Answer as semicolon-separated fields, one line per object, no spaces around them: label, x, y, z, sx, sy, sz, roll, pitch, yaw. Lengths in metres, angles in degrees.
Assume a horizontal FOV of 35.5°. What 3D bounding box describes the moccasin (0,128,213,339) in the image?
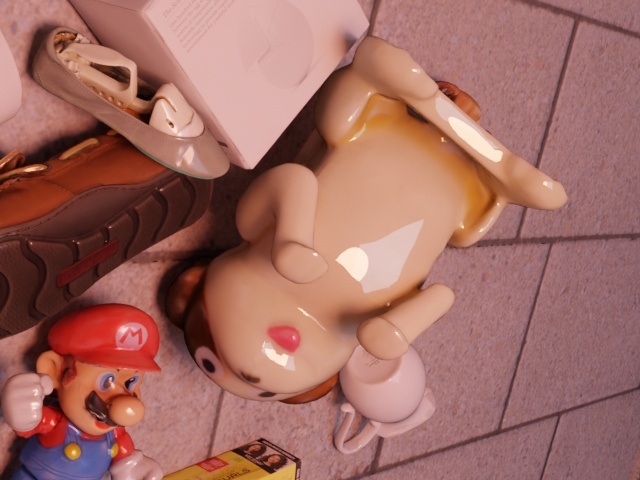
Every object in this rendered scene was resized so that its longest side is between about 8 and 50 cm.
moccasin;-0.275;-0.021;0.947;0.380;0.147;0.139;-37;147;-37

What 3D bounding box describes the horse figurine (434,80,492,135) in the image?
horse figurine;0.188;-0.147;1.466;0.174;0.066;0.263;-48;141;-14

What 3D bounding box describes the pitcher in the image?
pitcher;0.081;0.236;1.499;0.178;0.125;0.207;-39;147;-10

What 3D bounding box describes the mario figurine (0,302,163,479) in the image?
mario figurine;-0.248;0.218;1.048;0.198;0.170;0.320;-51;165;-78

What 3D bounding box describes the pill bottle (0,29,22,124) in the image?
pill bottle;-0.383;-0.091;0.753;0.283;0.160;0.160;-36;132;-33

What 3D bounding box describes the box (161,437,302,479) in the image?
box;-0.135;0.330;1.310;0.232;0.087;0.058;-12;115;-45

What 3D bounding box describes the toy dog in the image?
toy dog;0.000;0.000;1.155;0.285;0.395;0.408;38;89;-26

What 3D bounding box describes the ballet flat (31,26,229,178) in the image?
ballet flat;-0.175;-0.132;0.956;0.068;0.213;0.072;-54;-170;40

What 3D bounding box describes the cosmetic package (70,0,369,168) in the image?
cosmetic package;-0.098;-0.239;1.029;0.224;0.138;0.224;-52;140;-18
